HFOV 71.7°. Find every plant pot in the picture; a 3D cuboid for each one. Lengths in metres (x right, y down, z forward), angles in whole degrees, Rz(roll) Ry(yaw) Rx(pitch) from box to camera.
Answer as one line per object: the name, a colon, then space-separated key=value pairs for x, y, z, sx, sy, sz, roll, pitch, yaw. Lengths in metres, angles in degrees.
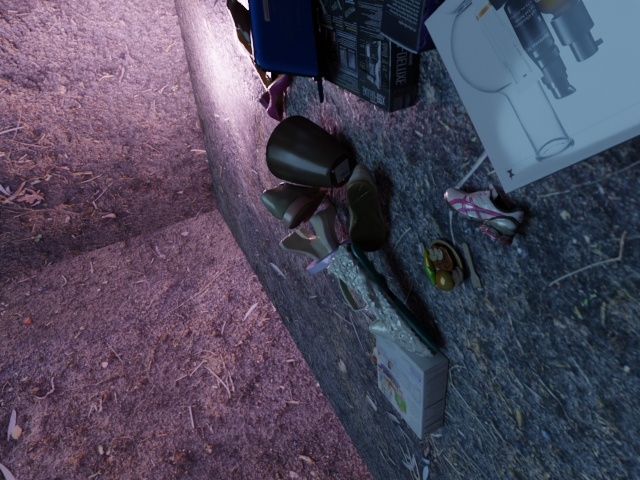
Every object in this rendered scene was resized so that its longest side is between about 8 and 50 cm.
plant pot: x=-0.014 y=-0.252 z=1.371 sx=0.231 sy=0.215 sz=0.215 roll=31 pitch=140 yaw=36

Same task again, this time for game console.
game console: x=-0.081 y=-0.518 z=1.108 sx=0.173 sy=0.251 sz=0.292 roll=-17 pitch=78 yaw=62

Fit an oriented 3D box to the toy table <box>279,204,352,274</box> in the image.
toy table: x=0.000 y=0.000 z=1.536 sx=0.160 sy=0.252 sz=0.274 roll=53 pitch=141 yaw=-2

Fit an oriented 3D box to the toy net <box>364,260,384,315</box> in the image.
toy net: x=0.169 y=0.179 z=1.521 sx=0.122 sy=0.045 sz=0.232 roll=53 pitch=155 yaw=36

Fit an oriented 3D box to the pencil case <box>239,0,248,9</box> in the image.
pencil case: x=-0.161 y=-0.716 z=1.352 sx=0.306 sy=0.120 sz=0.133 roll=57 pitch=176 yaw=26

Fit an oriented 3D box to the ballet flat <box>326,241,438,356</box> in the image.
ballet flat: x=0.168 y=0.189 z=1.300 sx=0.408 sy=0.147 sz=0.147 roll=52 pitch=157 yaw=10

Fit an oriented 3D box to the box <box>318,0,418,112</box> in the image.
box: x=0.101 y=-0.457 z=1.009 sx=0.307 sy=0.077 sz=0.242 roll=47 pitch=151 yaw=47

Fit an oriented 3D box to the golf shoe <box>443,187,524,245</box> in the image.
golf shoe: x=0.322 y=-0.068 z=0.874 sx=0.186 sy=0.068 sz=0.085 roll=47 pitch=124 yaw=46

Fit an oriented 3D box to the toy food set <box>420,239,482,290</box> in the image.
toy food set: x=0.299 y=0.062 z=1.079 sx=0.192 sy=0.039 sz=0.132 roll=-4 pitch=107 yaw=69

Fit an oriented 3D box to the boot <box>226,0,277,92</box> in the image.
boot: x=-0.242 y=-0.717 z=1.601 sx=0.280 sy=0.096 sz=0.264 roll=61 pitch=159 yaw=17

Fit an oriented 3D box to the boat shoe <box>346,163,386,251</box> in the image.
boat shoe: x=0.133 y=-0.085 z=1.291 sx=0.302 sy=0.109 sz=0.098 roll=74 pitch=-161 yaw=-47

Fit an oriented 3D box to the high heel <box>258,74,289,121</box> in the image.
high heel: x=-0.142 y=-0.516 z=1.612 sx=0.117 sy=0.082 sz=0.244 roll=44 pitch=151 yaw=-15

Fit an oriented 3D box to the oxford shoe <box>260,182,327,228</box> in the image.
oxford shoe: x=-0.081 y=-0.145 z=1.483 sx=0.147 sy=0.140 sz=0.397 roll=34 pitch=-168 yaw=4

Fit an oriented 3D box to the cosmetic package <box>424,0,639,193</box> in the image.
cosmetic package: x=0.327 y=-0.256 z=0.506 sx=0.377 sy=0.098 sz=0.284 roll=-32 pitch=83 yaw=57

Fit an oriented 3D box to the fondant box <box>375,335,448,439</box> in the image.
fondant box: x=0.283 y=0.431 z=1.411 sx=0.238 sy=0.096 sz=0.330 roll=44 pitch=148 yaw=49

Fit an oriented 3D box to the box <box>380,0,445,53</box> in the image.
box: x=0.193 y=-0.425 z=0.697 sx=0.108 sy=0.153 sz=0.207 roll=52 pitch=155 yaw=38
